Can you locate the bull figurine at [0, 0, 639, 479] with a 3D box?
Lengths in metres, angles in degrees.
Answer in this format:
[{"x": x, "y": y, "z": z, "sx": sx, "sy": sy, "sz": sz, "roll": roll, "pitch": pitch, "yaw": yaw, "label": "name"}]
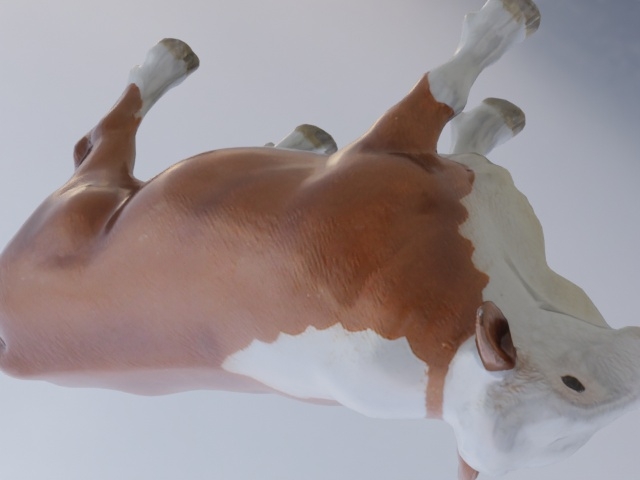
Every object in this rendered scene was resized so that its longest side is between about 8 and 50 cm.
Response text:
[{"x": 0.000, "y": 0.000, "z": 0.740, "sx": 0.310, "sy": 0.188, "sz": 0.101, "roll": 1, "pitch": 137, "yaw": 34, "label": "bull figurine"}]
